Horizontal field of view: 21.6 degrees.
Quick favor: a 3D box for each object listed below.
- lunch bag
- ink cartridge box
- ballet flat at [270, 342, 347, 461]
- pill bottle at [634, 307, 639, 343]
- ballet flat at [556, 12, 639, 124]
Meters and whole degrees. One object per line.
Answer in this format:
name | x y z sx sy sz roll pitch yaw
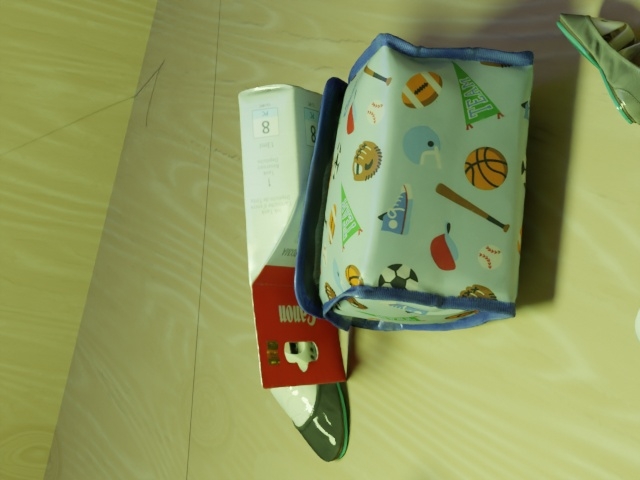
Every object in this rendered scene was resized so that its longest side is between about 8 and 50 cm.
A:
lunch bag | 0.103 -0.054 2.093 0.385 0.239 0.328 147 132 -79
ink cartridge box | 0.000 0.000 2.256 0.091 0.308 0.385 -7 85 21
ballet flat | -0.026 0.188 2.417 0.095 0.096 0.280 -51 36 45
pill bottle | 0.372 0.132 1.536 0.119 0.119 0.208 -65 27 29
ballet flat | 0.331 -0.204 1.863 0.068 0.072 0.213 -40 37 14
